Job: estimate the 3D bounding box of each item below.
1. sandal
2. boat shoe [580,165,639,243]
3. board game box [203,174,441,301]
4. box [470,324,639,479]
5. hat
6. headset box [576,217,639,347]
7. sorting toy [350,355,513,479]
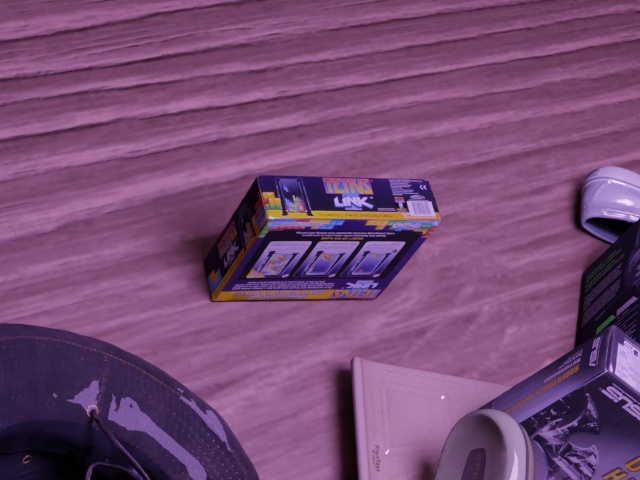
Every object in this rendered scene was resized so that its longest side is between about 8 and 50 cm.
[{"bbox_3d":[0.092,0.267,1.148,0.086,0.120,0.303,33,54,-35],"label":"sandal"},{"bbox_3d":[0.374,0.003,1.557,0.227,0.079,0.081,24,59,-4],"label":"boat shoe"},{"bbox_3d":[0.000,0.000,1.309,0.170,0.141,0.048,1,59,-28],"label":"board game box"},{"bbox_3d":[0.264,0.191,1.257,0.231,0.183,0.056,37,42,-17],"label":"box"},{"bbox_3d":[-0.201,0.220,1.054,0.331,0.134,0.331,19,58,-34],"label":"hat"},{"bbox_3d":[0.380,0.135,1.422,0.246,0.131,0.283,25,49,-11],"label":"headset box"},{"bbox_3d":[0.116,0.206,1.299,0.208,0.038,0.193,15,52,-24],"label":"sorting toy"}]
